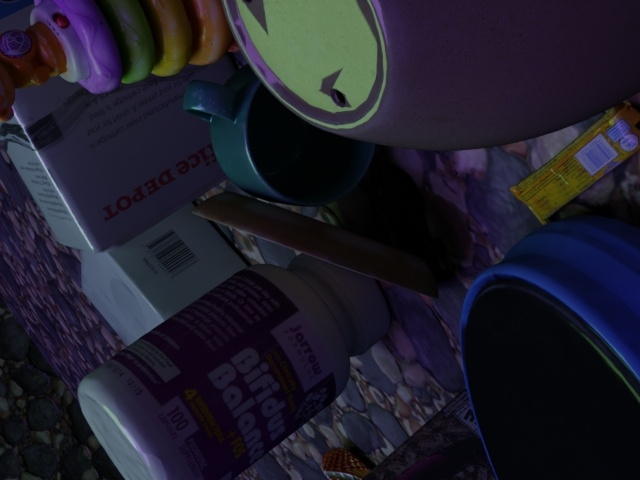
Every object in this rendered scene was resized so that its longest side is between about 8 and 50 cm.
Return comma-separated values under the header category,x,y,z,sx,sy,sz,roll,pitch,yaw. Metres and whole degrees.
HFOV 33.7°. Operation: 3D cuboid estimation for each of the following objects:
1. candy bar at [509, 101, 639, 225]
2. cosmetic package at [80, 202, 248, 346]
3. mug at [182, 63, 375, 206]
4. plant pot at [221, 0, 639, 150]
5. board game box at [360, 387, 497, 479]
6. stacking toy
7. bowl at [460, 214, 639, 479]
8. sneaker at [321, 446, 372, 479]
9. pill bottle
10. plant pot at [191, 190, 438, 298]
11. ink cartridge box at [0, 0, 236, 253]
category,x,y,z,sx,sy,sz,roll,pitch,yaw
candy bar,0.179,-0.050,0.740,0.040,0.018,0.161,49,154,4
cosmetic package,-0.204,0.065,1.410,0.224,0.138,0.224,48,153,15
mug,-0.038,-0.106,0.914,0.157,0.129,0.097,52,161,-25
plant pot,0.055,-0.162,0.596,0.284,0.191,0.284,34,145,28
board game box,0.158,0.328,0.975,0.291,0.232,0.141,41,156,27
stacking toy,-0.172,-0.183,0.860,0.175,0.302,0.166,53,155,6
bowl,0.220,0.175,0.752,0.391,0.077,0.391,158,90,-76
sneaker,0.073,0.334,1.365,0.175,0.064,0.067,45,173,32
pill bottle,-0.078,0.129,1.075,0.169,0.301,0.169,41,152,28
plant pot,0.000,0.000,0.958,0.236,0.032,0.236,20,179,0
ink cartridge box,-0.223,-0.173,1.055,0.129,0.223,0.307,8,128,58
